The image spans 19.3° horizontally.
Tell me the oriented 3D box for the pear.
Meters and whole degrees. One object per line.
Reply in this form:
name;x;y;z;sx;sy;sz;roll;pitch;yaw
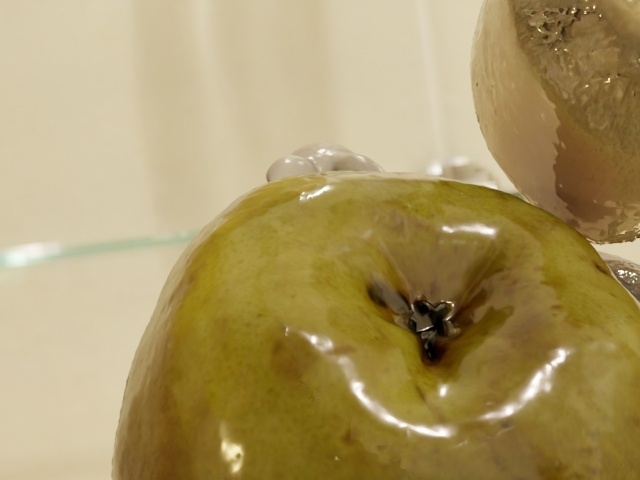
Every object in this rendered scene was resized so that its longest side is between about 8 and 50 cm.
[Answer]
pear;0.040;0.117;0.988;0.304;0.303;0.304;-8;-1;0

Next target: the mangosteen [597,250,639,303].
mangosteen;0.249;0.148;1.667;0.360;0.306;0.306;-18;4;-27

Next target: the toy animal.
toy animal;0.003;0.006;1.807;0.128;0.193;0.178;3;11;-5

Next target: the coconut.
coconut;0.193;-0.102;1.061;0.224;0.224;0.234;-8;-30;-8
